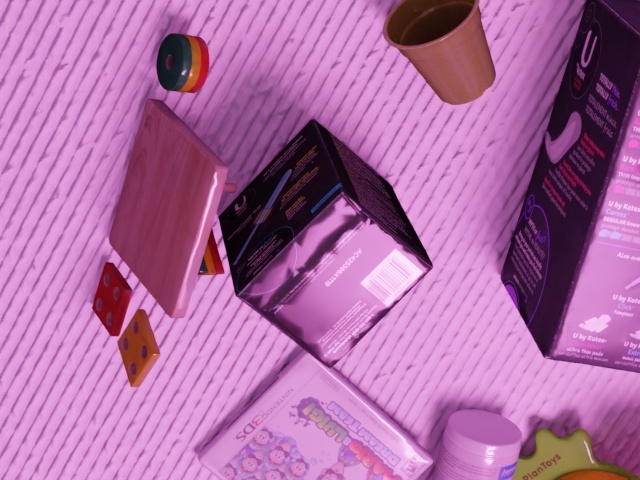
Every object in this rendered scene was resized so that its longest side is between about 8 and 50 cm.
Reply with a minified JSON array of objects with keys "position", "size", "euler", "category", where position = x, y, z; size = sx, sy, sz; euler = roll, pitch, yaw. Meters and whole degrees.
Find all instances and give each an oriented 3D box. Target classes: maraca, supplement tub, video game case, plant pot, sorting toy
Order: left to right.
[{"position":[-0.112,-0.018,1.350],"size":[0.046,0.132,0.274],"euler":[3,115,-33],"category":"sorting toy"},{"position":[-0.004,0.194,1.502],"size":[0.157,0.019,0.143],"euler":[42,100,-14],"category":"video game case"},{"position":[0.104,-0.153,1.357],"size":[0.083,0.083,0.079],"euler":[-30,126,4],"category":"plant pot"},{"position":[0.137,0.214,1.517],"size":[0.071,0.071,0.107],"euler":[7,113,-12],"category":"supplement tub"},{"position":[0.244,0.252,1.540],"size":[0.127,0.099,0.185],"euler":[-41,94,17],"category":"maraca"}]

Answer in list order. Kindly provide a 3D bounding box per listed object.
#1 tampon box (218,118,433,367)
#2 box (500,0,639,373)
[{"position":[0.000,0.000,1.353],"size":[0.101,0.161,0.120],"euler":[40,103,-22],"category":"tampon box"},{"position":[0.265,-0.044,1.377],"size":[0.143,0.165,0.270],"euler":[10,111,-13],"category":"box"}]
